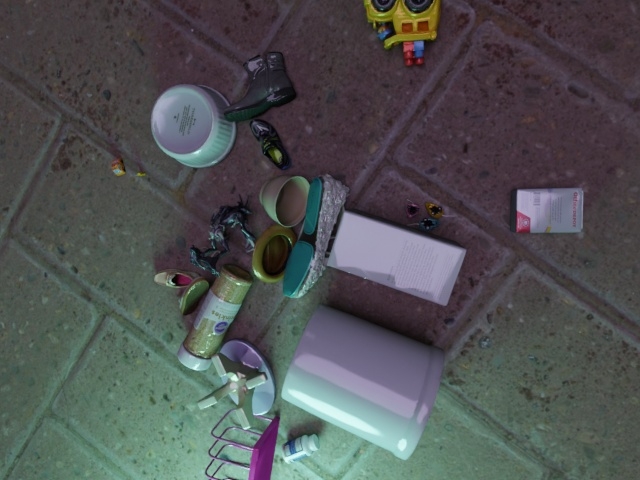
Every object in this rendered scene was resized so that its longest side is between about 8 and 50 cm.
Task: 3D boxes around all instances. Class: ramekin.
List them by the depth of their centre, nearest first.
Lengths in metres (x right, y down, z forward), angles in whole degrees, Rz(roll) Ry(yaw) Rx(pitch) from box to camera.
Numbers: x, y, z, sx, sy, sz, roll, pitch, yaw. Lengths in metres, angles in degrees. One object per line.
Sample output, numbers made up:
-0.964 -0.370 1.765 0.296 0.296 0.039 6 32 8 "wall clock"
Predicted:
-0.418 -0.375 1.399 0.272 0.127 0.273 1 95 11 "ramekin"

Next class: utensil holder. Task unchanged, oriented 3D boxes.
0.119 0.399 1.276 0.385 0.327 0.328 21 99 9 "utensil holder"

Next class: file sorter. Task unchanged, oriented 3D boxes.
-0.271 0.747 1.445 0.182 0.202 0.291 11 97 12 "file sorter"

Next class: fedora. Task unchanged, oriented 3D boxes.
-0.159 0.037 1.398 0.079 0.194 0.195 20 101 46 "fedora"

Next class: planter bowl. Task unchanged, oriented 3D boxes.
-0.122 -0.136 1.365 0.109 0.162 0.162 23 100 35 "planter bowl"

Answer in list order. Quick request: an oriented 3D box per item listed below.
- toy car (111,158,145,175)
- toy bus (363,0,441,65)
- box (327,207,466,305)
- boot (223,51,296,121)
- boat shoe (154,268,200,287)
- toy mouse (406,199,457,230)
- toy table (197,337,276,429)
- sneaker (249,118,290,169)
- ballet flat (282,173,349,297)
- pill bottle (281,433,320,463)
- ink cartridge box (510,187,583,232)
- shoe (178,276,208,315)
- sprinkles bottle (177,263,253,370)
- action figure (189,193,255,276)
-0.670 -0.254 1.501 0.121 0.040 0.060 3 96 11 "toy car"
0.238 -0.619 1.260 0.220 0.149 0.212 2 112 12 "toy bus"
0.219 0.037 1.276 0.345 0.215 0.169 19 99 9 "box"
-0.210 -0.486 1.371 0.246 0.083 0.161 -23 87 -5 "boot"
-0.501 0.132 1.497 0.169 0.059 0.063 -1 95 10 "boat shoe"
0.304 -0.067 1.307 0.161 0.143 0.031 34 143 28 "toy mouse"
-0.263 0.474 1.437 0.252 0.161 0.274 -37 87 11 "toy table"
-0.160 -0.311 1.383 0.067 0.078 0.188 -33 88 11 "sneaker"
0.000 0.000 1.361 0.146 0.147 0.409 18 99 8 "ballet flat"
-0.065 0.700 1.468 0.120 0.067 0.067 -27 90 12 "pill bottle"
0.651 -0.087 1.257 0.175 0.072 0.128 0 95 10 "ink cartridge box"
-0.433 0.176 1.450 0.058 0.076 0.219 59 136 22 "shoe"
-0.352 0.255 1.451 0.121 0.121 0.356 29 100 7 "sprinkles bottle"
-0.301 -0.018 1.408 0.164 0.141 0.276 12 58 35 "action figure"
